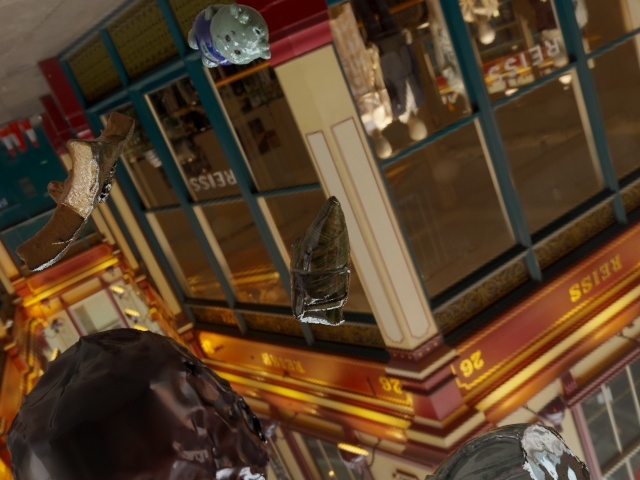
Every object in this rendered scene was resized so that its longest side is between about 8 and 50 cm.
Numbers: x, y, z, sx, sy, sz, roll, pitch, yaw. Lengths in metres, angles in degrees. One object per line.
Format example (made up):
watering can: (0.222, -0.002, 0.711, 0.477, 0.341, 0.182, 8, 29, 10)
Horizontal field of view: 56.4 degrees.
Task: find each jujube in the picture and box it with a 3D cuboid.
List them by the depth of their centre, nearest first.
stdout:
jujube: (-0.221, 0.270, 0.779, 0.258, 0.377, 0.259, -14, -131, 16)

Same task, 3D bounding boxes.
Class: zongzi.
zongzi: (0.000, 0.000, 1.311, 0.134, 0.289, 0.286, 1, -156, -8)

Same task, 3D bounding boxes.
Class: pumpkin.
pumpkin: (-0.405, -0.102, 1.014, 0.258, 0.095, 0.290, -52, -157, 17)

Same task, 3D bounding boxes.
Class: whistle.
whistle: (-0.161, -0.341, 0.998, 0.244, 0.110, 0.092, 18, -116, 50)

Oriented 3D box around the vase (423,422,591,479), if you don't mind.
vase: (0.262, 0.513, 1.100, 0.445, 0.250, 0.250, -43, -176, 31)
